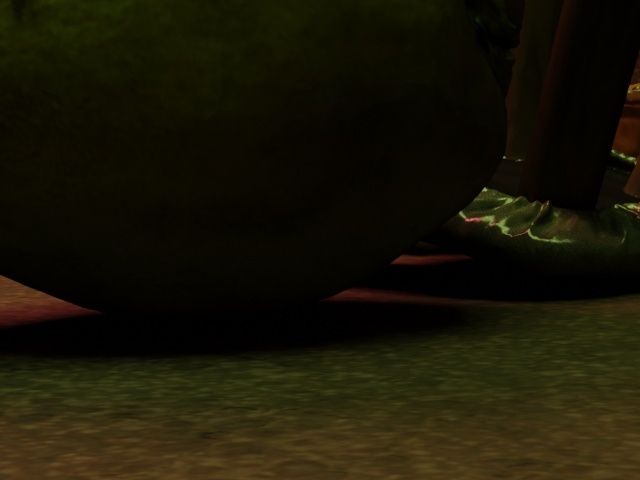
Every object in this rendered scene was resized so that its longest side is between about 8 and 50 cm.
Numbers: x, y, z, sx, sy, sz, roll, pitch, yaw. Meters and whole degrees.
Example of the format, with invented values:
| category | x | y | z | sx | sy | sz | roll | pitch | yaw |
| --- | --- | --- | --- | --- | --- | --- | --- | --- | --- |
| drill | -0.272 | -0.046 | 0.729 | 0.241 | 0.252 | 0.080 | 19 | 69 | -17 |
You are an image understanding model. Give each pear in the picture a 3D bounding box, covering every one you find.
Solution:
| category | x | y | z | sx | sy | sz | roll | pitch | yaw |
| --- | --- | --- | --- | --- | --- | --- | --- | --- | --- |
| pear | -0.086 | -0.116 | 1.087 | 0.413 | 0.352 | 0.352 | 6 | 5 | 1 |

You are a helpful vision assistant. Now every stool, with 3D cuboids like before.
| category | x | y | z | sx | sy | sz | roll | pitch | yaw |
| --- | --- | --- | --- | --- | --- | --- | --- | --- | --- |
| stool | 0.163 | -0.115 | 1.284 | 0.310 | 0.226 | 0.310 | 18 | 19 | 40 |

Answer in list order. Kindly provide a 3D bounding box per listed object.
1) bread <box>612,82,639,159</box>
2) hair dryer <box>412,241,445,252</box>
| category | x | y | z | sx | sy | sz | roll | pitch | yaw |
| --- | --- | --- | --- | --- | --- | --- | --- | --- | --- |
| bread | 0.341 | -0.095 | 1.777 | 0.191 | 0.132 | 0.114 | 3 | 7 | 14 |
| hair dryer | -0.016 | -0.015 | 1.474 | 0.255 | 0.070 | 0.128 | -9 | 7 | -21 |
